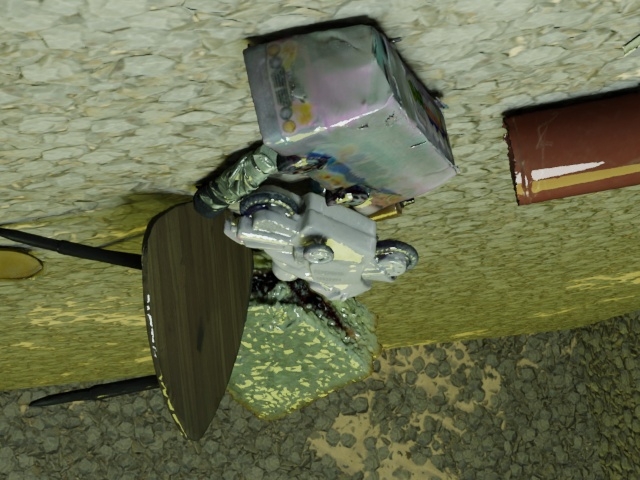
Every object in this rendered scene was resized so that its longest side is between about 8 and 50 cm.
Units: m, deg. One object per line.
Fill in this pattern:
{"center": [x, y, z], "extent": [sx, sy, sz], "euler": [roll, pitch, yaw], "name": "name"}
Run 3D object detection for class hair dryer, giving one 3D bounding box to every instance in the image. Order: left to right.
{"center": [0.043, -0.034, 1.600], "extent": [0.182, 0.064, 0.117], "euler": [-19, 165, 13], "name": "hair dryer"}

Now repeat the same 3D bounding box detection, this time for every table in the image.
{"center": [-0.259, 0.075, 1.541], "extent": [0.249, 0.317, 0.317], "euler": [2, 173, 20], "name": "table"}

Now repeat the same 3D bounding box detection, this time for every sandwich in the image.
{"center": [-0.095, 0.141, 1.842], "extent": [0.262, 0.131, 0.325], "euler": [-27, 129, 31], "name": "sandwich"}

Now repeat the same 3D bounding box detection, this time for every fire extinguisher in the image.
{"center": [0.378, -0.122, 1.307], "extent": [0.337, 0.106, 0.147], "euler": [-9, -166, 6], "name": "fire extinguisher"}

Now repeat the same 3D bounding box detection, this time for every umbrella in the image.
{"center": [-0.097, -0.065, 1.334], "extent": [0.050, 0.046, 0.188], "euler": [-54, -165, -30], "name": "umbrella"}

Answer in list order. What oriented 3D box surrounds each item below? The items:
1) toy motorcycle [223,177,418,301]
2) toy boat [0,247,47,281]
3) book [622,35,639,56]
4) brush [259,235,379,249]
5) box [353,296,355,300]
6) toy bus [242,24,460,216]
{"center": [-0.009, 0.010, 1.496], "extent": [0.260, 0.110, 0.171], "euler": [21, 145, -27], "name": "toy motorcycle"}
{"center": [-0.442, 0.033, 1.583], "extent": [0.149, 0.047, 0.049], "euler": [4, 177, -39], "name": "toy boat"}
{"center": [0.398, -0.204, 1.101], "extent": [0.182, 0.014, 0.127], "euler": [-5, 168, -18], "name": "book"}
{"center": [0.000, 0.000, 1.793], "extent": [0.266, 0.027, 0.062], "euler": [3, 164, -45], "name": "brush"}
{"center": [-0.069, 0.119, 2.102], "extent": [0.205, 0.118, 0.311], "euler": [-10, 168, 17], "name": "box"}
{"center": [0.038, -0.108, 1.086], "extent": [0.138, 0.112, 0.317], "euler": [-16, 168, 14], "name": "toy bus"}
